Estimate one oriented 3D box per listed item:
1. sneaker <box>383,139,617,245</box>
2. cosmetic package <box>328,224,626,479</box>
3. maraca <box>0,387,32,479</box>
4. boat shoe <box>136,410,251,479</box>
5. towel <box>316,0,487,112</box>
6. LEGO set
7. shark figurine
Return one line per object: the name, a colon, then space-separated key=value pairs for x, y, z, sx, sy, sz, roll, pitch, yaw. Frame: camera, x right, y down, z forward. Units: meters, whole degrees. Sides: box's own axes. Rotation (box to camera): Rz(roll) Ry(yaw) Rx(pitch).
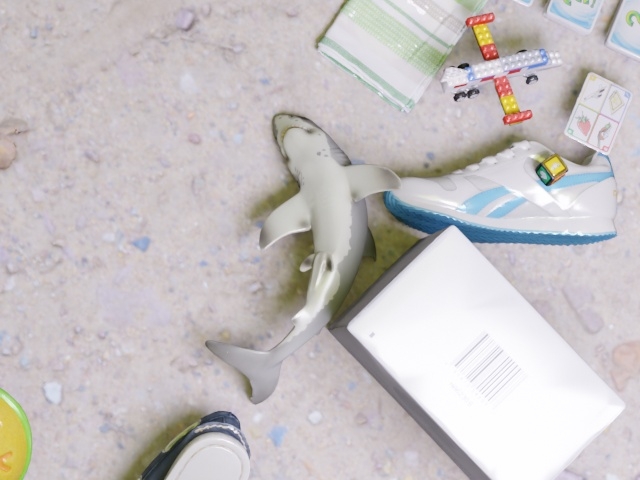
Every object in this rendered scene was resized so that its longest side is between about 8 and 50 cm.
sneaker: x=0.172 y=-0.048 z=1.898 sx=0.229 sy=0.087 sz=0.092 roll=3 pitch=81 yaw=-10
cosmetic package: x=0.137 y=0.114 z=1.813 sx=0.138 sy=0.225 sz=0.224 roll=-44 pitch=91 yaw=-7
maraca: x=-0.341 y=0.210 z=1.847 sx=0.127 sy=0.099 sz=0.185 roll=23 pitch=112 yaw=-4
boat shoe: x=-0.156 y=0.265 z=1.857 sx=0.095 sy=0.079 sz=0.254 roll=30 pitch=108 yaw=-13
towel: x=0.083 y=-0.216 z=1.924 sx=0.113 sy=0.023 sz=0.152 roll=36 pitch=86 yaw=-2
LEGO set: x=0.224 y=-0.177 z=1.881 sx=0.182 sy=0.060 sz=0.244 roll=26 pitch=67 yaw=-2
shark figurine: x=0.010 y=0.024 z=1.877 sx=0.166 sy=0.116 sz=0.278 roll=6 pitch=78 yaw=30
